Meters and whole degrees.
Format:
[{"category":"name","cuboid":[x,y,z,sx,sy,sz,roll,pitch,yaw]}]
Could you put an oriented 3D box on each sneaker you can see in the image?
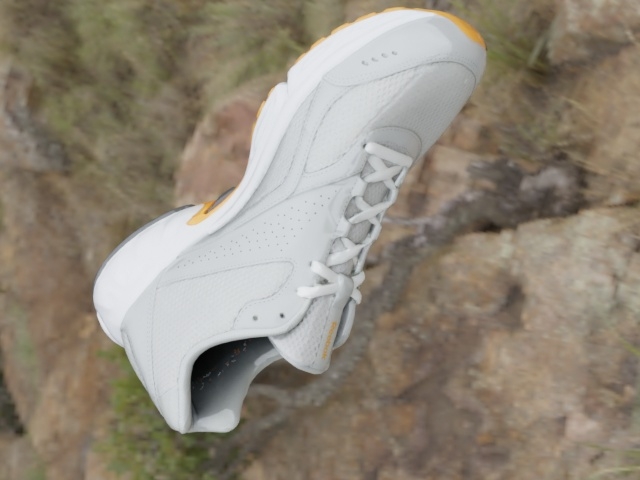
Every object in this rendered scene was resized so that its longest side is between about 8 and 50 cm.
[{"category":"sneaker","cuboid":[0.000,0.000,0.802,0.262,0.099,0.121,-46,50,20]}]
